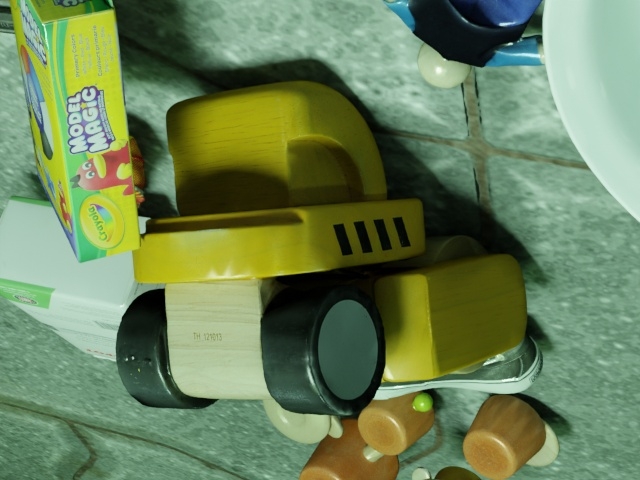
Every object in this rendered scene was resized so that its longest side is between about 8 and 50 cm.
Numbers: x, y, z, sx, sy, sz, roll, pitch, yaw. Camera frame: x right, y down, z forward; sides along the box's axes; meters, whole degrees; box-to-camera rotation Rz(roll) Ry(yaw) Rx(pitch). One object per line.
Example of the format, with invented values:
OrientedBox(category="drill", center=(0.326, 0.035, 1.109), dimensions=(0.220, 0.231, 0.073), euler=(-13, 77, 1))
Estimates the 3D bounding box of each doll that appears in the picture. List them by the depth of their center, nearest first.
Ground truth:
OrientedBox(category="doll", center=(0.101, -0.146, 0.877), dimensions=(0.129, 0.046, 0.189), euler=(24, 153, -4))

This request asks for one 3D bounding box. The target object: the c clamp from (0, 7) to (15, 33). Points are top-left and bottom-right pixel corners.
OrientedBox(category="c clamp", center=(-0.250, -0.197, 1.064), dimensions=(0.161, 0.022, 0.137), euler=(6, 155, 24))

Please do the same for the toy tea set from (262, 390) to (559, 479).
OrientedBox(category="toy tea set", center=(0.105, 0.215, 1.527), dimensions=(0.336, 0.124, 0.200), euler=(7, 121, 33))

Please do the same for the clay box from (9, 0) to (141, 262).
OrientedBox(category="clay box", center=(-0.174, -0.111, 0.978), dimensions=(0.053, 0.127, 0.222), euler=(-16, 129, -17))

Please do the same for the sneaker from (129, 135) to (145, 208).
OrientedBox(category="sneaker", center=(-0.183, -0.060, 1.241), dimensions=(0.064, 0.067, 0.175), euler=(0, 176, -21))

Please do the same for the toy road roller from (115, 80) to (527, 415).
OrientedBox(category="toy road roller", center=(0.000, 0.000, 1.114), dimensions=(0.202, 0.240, 0.329), euler=(-3, -177, 38))

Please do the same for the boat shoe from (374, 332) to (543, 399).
OrientedBox(category="boat shoe", center=(0.095, 0.098, 1.319), dimensions=(0.219, 0.077, 0.070), euler=(-5, 146, 27))

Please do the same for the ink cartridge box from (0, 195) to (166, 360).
OrientedBox(category="ink cartridge box", center=(-0.199, 0.049, 1.375), dimensions=(0.160, 0.092, 0.219), euler=(10, 162, 22))

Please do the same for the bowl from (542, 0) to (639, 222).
OrientedBox(category="bowl", center=(0.271, -0.110, 0.690), dimensions=(0.298, 0.134, 0.298), euler=(19, 140, 17))
